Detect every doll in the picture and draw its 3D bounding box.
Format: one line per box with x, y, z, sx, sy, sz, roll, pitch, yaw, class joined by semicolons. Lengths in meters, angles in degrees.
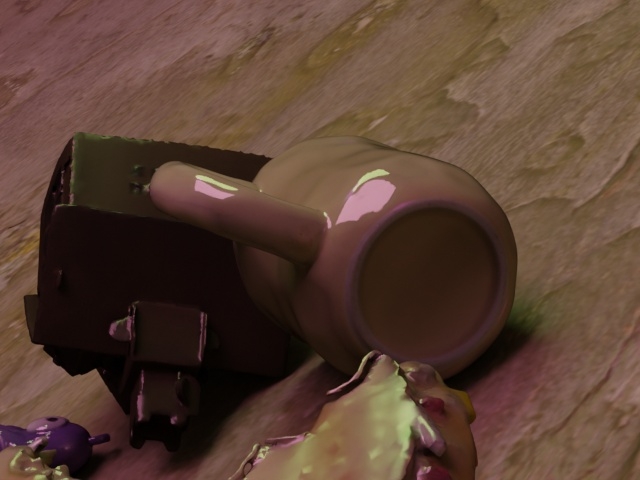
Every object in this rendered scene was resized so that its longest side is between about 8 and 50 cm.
-0.274;0.186;1.635;0.206;0.067;0.110;-14;-3;-1;doll

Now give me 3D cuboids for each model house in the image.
-0.137;0.071;1.634;0.204;0.211;0.243;115;159;-50;model house

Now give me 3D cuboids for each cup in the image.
0.015;-0.013;1.485;0.173;0.255;0.202;-48;23;-7;cup

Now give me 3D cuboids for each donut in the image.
-0.074;0.219;1.175;0.371;0.150;0.307;-15;30;21;donut
